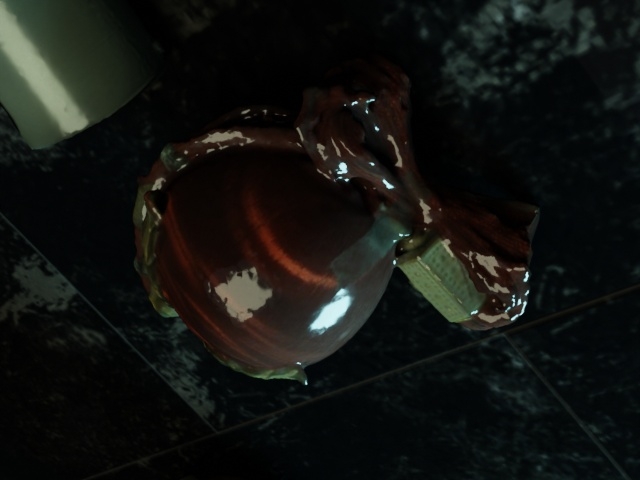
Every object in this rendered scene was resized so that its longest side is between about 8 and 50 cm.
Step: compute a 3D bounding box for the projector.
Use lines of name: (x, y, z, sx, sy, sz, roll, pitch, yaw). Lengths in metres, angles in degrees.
projector: (-0.223, -0.215, 0.639, 0.108, 0.108, 0.337, -13, 120, 38)

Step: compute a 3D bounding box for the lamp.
lamp: (-0.005, 0.008, 0.680, 0.223, 0.151, 0.215, -28, 115, 41)

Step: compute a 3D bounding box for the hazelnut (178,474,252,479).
hazelnut: (-0.094, 0.326, 0.993, 0.241, 0.261, 0.261, 55, 143, 25)
